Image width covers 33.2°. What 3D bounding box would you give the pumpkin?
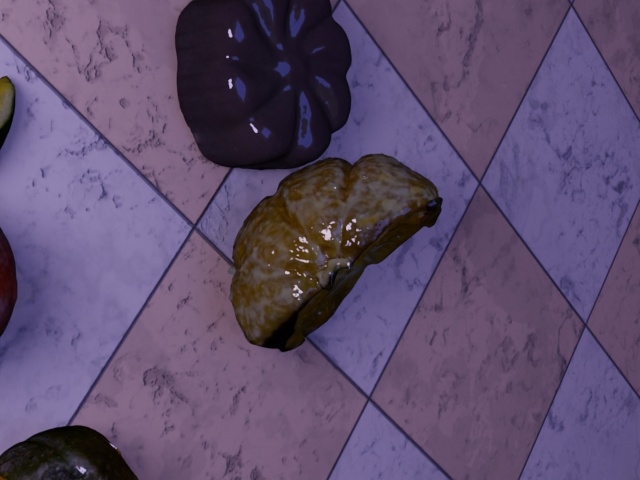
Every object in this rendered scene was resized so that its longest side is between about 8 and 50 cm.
[{"bbox_3d":[-0.316,0.379,1.407,0.139,0.190,0.280,-35,116,-38],"label":"pumpkin"}]

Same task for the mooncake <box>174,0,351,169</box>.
[{"bbox_3d":[-0.081,-0.254,1.634,0.306,0.154,0.306,-1,91,-41],"label":"mooncake"}]

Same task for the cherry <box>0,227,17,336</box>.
[{"bbox_3d":[-0.470,0.043,1.221,0.239,0.239,0.206,9,108,-44],"label":"cherry"}]

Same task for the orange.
[{"bbox_3d":[0.000,0.000,1.650,0.369,0.210,0.271,-45,165,8],"label":"orange"}]

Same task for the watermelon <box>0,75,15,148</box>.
[{"bbox_3d":[-0.487,-0.111,1.306,0.301,0.123,0.129,-26,77,-40],"label":"watermelon"}]
